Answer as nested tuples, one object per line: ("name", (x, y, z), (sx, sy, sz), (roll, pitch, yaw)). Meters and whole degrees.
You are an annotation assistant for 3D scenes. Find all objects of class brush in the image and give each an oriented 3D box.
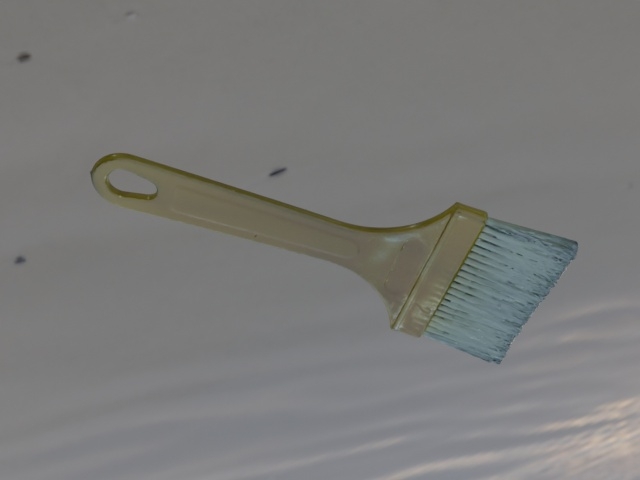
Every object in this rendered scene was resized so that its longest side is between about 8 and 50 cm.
("brush", (0.000, 0.000, 0.442), (0.205, 0.011, 0.083), (17, 134, -6))
